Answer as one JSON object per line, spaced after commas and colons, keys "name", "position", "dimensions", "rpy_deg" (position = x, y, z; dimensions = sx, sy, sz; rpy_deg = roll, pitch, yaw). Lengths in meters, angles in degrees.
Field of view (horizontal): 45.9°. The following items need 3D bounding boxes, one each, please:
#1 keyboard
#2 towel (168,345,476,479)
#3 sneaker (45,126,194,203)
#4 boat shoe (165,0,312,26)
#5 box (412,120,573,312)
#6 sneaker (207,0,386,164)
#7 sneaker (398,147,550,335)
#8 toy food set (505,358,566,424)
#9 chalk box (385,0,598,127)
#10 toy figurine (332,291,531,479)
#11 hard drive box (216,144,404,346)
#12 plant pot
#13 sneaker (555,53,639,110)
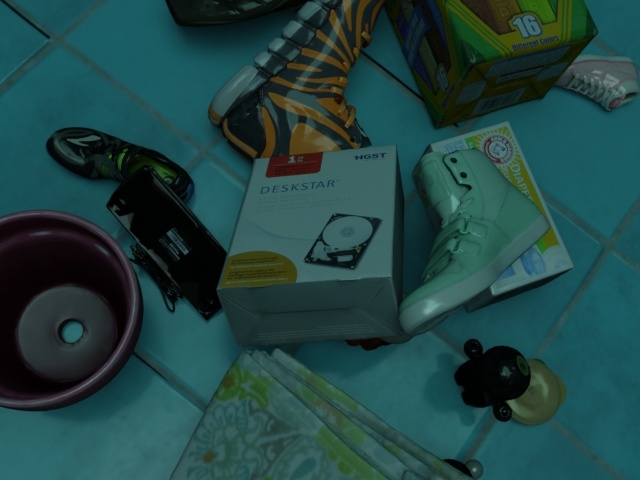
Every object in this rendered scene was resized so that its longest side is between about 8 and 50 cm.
{"name": "keyboard", "position": [-0.180, 0.008, 0.916], "dimensions": [0.100, 0.038, 0.192], "rpy_deg": [-38, 98, 5]}
{"name": "towel", "position": [-0.044, 0.317, 0.703], "dimensions": [0.090, 0.320, 0.375], "rpy_deg": [29, 89, -43]}
{"name": "sneaker", "position": [-0.245, -0.100, 0.933], "dimensions": [0.188, 0.078, 0.067], "rpy_deg": [21, 72, 0]}
{"name": "boat shoe", "position": [-0.048, -0.357, 1.014], "dimensions": [0.323, 0.120, 0.123], "rpy_deg": [-22, 84, -7]}
{"name": "box", "position": [0.210, -0.030, 0.952], "dimensions": [0.114, 0.103, 0.203], "rpy_deg": [-18, 77, -11]}
{"name": "sneaker", "position": [0.024, -0.208, 0.976], "dimensions": [0.180, 0.124, 0.321], "rpy_deg": [45, 92, 1]}
{"name": "sneaker", "position": [0.128, -0.009, 0.806], "dimensions": [0.151, 0.094, 0.256], "rpy_deg": [50, 48, 6]}
{"name": "toy food set", "position": [0.259, 0.186, 0.937], "dimensions": [0.082, 0.020, 0.083], "rpy_deg": [42, 74, 7]}
{"name": "chalk box", "position": [0.199, -0.331, 1.002], "dimensions": [0.180, 0.179, 0.289], "rpy_deg": [-17, 76, -12]}
{"name": "toy figurine", "position": [0.107, 0.183, 0.854], "dimensions": [0.213, 0.148, 0.210], "rpy_deg": [30, 72, 2]}
{"name": "hard drive box", "position": [0.000, 0.000, 0.848], "dimensions": [0.181, 0.089, 0.232], "rpy_deg": [-5, 39, 10]}
{"name": "plant pot", "position": [-0.289, 0.087, 0.818], "dimensions": [0.201, 0.180, 0.202], "rpy_deg": [2, 73, -7]}
{"name": "sneaker", "position": [0.385, -0.218, 1.056], "dimensions": [0.134, 0.051, 0.070], "rpy_deg": [-4, 69, -12]}
